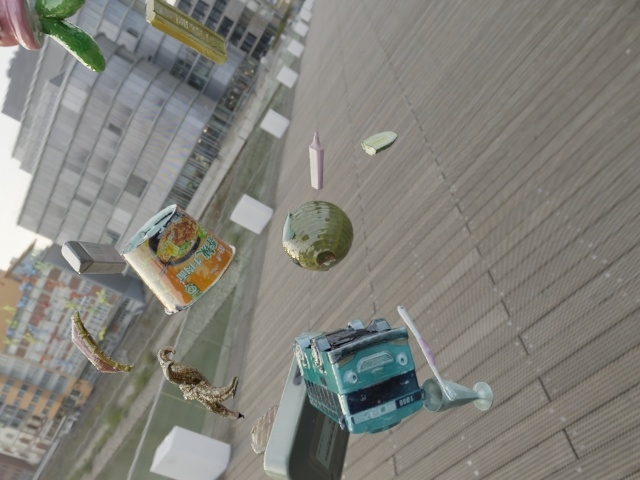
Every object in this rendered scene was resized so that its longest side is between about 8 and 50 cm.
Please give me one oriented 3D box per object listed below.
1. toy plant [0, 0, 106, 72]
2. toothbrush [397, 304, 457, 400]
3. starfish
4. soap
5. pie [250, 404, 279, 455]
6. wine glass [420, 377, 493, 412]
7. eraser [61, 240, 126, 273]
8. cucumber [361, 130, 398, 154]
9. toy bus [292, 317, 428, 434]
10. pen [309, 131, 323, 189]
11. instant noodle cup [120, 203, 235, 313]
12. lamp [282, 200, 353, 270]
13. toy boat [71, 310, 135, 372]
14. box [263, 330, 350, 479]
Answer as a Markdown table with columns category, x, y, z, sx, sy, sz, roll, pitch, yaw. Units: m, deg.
| category | x | y | z | sx | sy | sz | roll | pitch | yaw |
| --- | --- | --- | --- | --- | --- | --- | --- | --- | --- |
| toy plant | -0.911 | -0.703 | 1.502 | 0.316 | 0.357 | 0.210 | 103 | 153 | -48 |
| toothbrush | 0.192 | 0.202 | 0.859 | 0.204 | 0.017 | 0.022 | 62 | 142 | 39 |
| starfish | -0.374 | 0.439 | 1.435 | 0.303 | 0.312 | 0.113 | 5 | 49 | 37 |
| soap | -0.380 | -0.602 | 1.341 | 0.037 | 0.252 | 0.092 | -29 | 62 | 33 |
| pie | -0.193 | 0.736 | 1.822 | 0.195 | 0.046 | 0.195 | -29 | 35 | 23 |
| wine glass | 0.303 | 0.345 | 1.031 | 0.073 | 0.155 | 0.073 | -39 | 44 | 53 |
| eraser | -0.695 | 0.055 | 1.451 | 0.061 | 0.089 | 0.352 | -40 | -3 | -3 |
| cucumber | 0.172 | -0.272 | 1.304 | 0.108 | 0.035 | 0.067 | -30 | 45 | -26 |
| toy bus | 0.050 | 0.204 | 0.722 | 0.256 | 0.129 | 0.146 | 145 | 109 | -73 |
| pen | -0.012 | -0.258 | 1.501 | 0.053 | 0.032 | 0.197 | 34 | 138 | 40 |
| instant noodle cup | -0.349 | 0.034 | 1.126 | 0.230 | 0.182 | 0.230 | -31 | 25 | 17 |
| lamp | 0.000 | 0.000 | 1.576 | 0.250 | 0.250 | 0.284 | -54 | 34 | 23 |
| toy boat | -0.875 | 0.419 | 1.821 | 0.099 | 0.318 | 0.141 | -45 | 11 | -23 |
| box | 0.002 | 0.475 | 1.235 | 0.091 | 0.373 | 0.367 | -1 | 52 | 25 |
